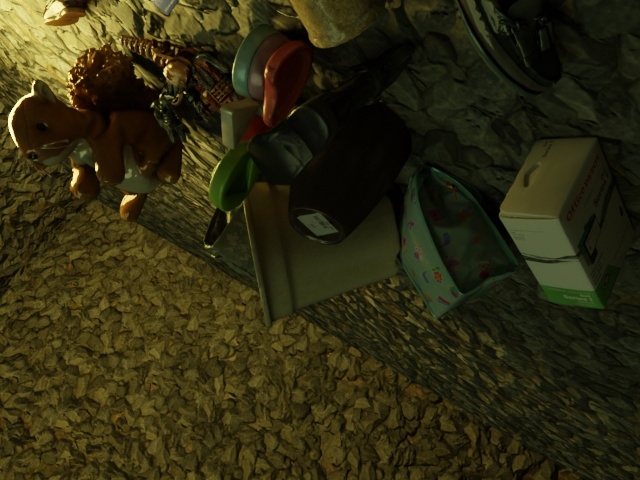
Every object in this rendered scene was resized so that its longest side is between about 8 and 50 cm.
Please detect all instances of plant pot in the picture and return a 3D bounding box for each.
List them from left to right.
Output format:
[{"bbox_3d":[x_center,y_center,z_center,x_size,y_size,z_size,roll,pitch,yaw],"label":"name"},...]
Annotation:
[{"bbox_3d":[0.000,0.000,1.146,0.334,0.306,0.333,169,90,-83],"label":"plant pot"},{"bbox_3d":[0.033,-0.115,0.951,0.216,0.230,0.215,18,150,11],"label":"plant pot"}]

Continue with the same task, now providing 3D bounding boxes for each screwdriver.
[{"bbox_3d":[-0.287,-0.472,1.015,0.170,0.025,0.024,19,156,15],"label":"screwdriver"}]

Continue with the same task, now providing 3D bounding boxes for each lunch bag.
[{"bbox_3d":[-0.159,-0.038,1.381,0.235,0.286,0.169,37,161,-33],"label":"lunch bag"},{"bbox_3d":[0.248,-0.001,1.045,0.223,0.160,0.262,95,151,-68],"label":"lunch bag"}]

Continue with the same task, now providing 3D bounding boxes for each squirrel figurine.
[{"bbox_3d":[-0.572,-0.293,1.313,0.371,0.396,0.281,19,152,-38],"label":"squirrel figurine"}]

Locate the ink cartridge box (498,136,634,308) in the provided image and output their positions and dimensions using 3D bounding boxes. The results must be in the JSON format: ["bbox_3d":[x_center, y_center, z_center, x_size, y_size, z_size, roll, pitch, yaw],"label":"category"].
[{"bbox_3d":[0.379,-0.025,0.780,0.093,0.160,0.219,7,148,50],"label":"ink cartridge box"}]

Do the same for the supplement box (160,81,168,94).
[{"bbox_3d":[-0.372,-0.378,1.303,0.043,0.055,0.083,39,159,-14],"label":"supplement box"}]

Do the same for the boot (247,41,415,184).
[{"bbox_3d":[0.017,-0.203,0.831,0.091,0.229,0.263,53,148,-13],"label":"boot"}]

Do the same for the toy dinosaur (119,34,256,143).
[{"bbox_3d":[-0.291,-0.359,1.155,0.322,0.164,0.218,51,147,8],"label":"toy dinosaur"}]

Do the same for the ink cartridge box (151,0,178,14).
[{"bbox_3d":[-0.334,-0.542,0.850,0.311,0.065,0.186,46,158,-23],"label":"ink cartridge box"}]

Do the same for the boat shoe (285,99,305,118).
[{"bbox_3d":[-0.024,-0.257,1.055,0.142,0.040,0.049,29,146,12],"label":"boat shoe"}]

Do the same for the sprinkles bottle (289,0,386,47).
[{"bbox_3d":[-0.047,-0.411,0.612,0.121,0.121,0.355,14,153,45],"label":"sprinkles bottle"}]

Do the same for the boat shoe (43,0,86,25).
[{"bbox_3d":[-0.621,-0.569,1.247,0.207,0.073,0.073,8,111,45],"label":"boat shoe"}]

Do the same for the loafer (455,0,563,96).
[{"bbox_3d":[0.204,-0.277,0.576,0.267,0.096,0.084,44,153,-20],"label":"loafer"}]

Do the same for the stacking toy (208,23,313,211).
[{"bbox_3d":[-0.146,-0.221,0.933,0.131,0.279,0.308,29,139,11],"label":"stacking toy"}]
